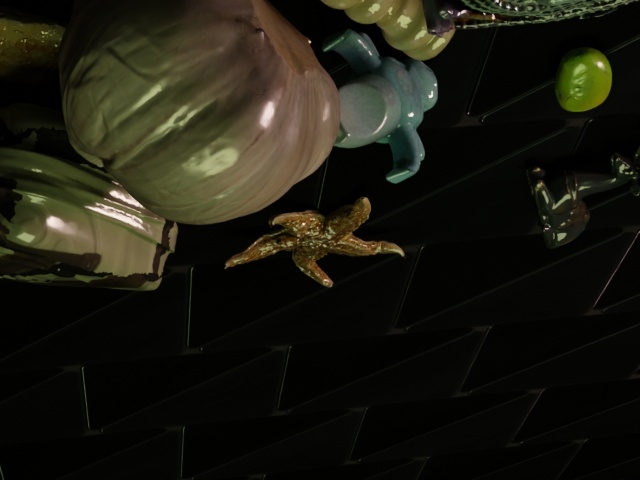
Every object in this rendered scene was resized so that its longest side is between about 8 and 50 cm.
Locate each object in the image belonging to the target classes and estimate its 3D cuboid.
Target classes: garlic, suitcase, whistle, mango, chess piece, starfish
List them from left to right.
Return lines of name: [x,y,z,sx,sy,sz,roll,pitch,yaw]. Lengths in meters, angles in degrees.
suitcase: [-0.367,-0.064,1.816,0.352,0.193,0.339,3,166,40]
garlic: [-0.136,-0.149,1.647,0.259,0.317,0.317,-26,151,17]
starfish: [0.000,0.000,2.289,0.277,0.062,0.235,1,152,-15]
whistle: [0.064,-0.160,1.858,0.093,0.186,0.274,-25,-176,26]
chess piece: [0.061,-0.268,1.732,0.170,0.094,0.094,20,143,-34]
mango: [0.327,-0.203,1.978,0.073,0.056,0.108,-18,151,6]

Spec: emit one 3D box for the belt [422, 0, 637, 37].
belt: [0.244,-0.315,1.597,0.295,0.160,0.207,-10,155,0]

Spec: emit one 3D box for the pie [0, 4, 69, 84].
pie: [-0.389,-0.219,1.693,0.283,0.068,0.128,7,151,-32]

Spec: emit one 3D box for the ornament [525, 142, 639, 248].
ornament: [0.423,-0.066,2.267,0.236,0.080,0.202,-14,151,9]
